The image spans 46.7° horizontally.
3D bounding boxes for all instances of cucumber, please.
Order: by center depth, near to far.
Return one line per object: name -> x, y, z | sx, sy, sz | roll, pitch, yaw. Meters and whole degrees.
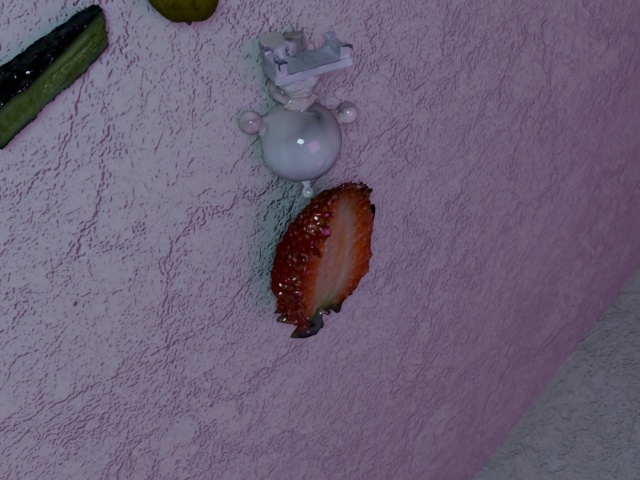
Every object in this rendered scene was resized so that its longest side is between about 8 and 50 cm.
cucumber -> -0.354, -0.213, 0.923 | 0.211, 0.062, 0.078 | -53, 171, -19

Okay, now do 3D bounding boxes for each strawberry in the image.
strawberry -> 0.000, 0.000, 1.306 | 0.233, 0.138, 0.306 | -32, 140, -47

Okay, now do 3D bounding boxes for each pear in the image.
pear -> -0.187, -0.349, 0.979 | 0.107, 0.107, 0.131 | -27, 120, -33

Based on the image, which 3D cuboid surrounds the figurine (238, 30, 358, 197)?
figurine -> -0.023, -0.198, 1.193 | 0.182, 0.144, 0.256 | -32, 133, -34
